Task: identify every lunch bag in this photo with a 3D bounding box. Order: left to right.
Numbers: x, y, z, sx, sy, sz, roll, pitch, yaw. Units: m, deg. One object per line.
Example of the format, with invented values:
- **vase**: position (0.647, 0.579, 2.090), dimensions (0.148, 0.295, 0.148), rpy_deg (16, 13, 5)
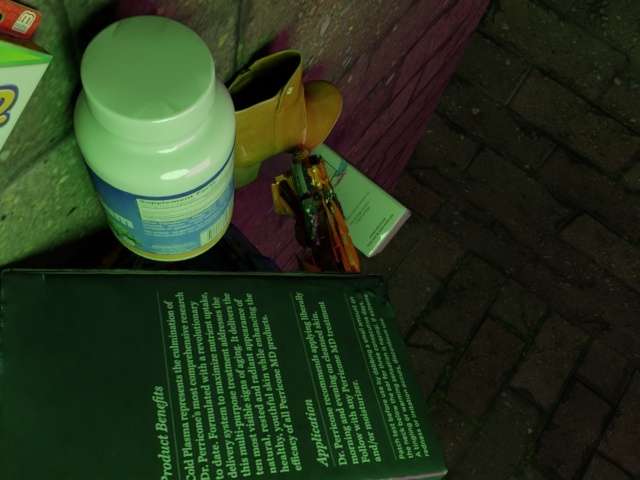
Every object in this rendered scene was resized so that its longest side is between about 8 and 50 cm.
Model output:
- **lunch bag**: position (-0.120, 0.077, 1.143), dimensions (0.138, 0.293, 0.221), rpy_deg (-53, 172, -2)

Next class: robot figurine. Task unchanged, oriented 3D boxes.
- **robot figurine**: position (0.000, 0.000, 1.097), dimensions (0.085, 0.291, 0.211), rpy_deg (-17, -172, 11)

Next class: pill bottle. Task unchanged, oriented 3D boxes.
- **pill bottle**: position (-0.162, -0.094, 0.705), dimensions (0.152, 0.152, 0.272), rpy_deg (-50, 171, -22)

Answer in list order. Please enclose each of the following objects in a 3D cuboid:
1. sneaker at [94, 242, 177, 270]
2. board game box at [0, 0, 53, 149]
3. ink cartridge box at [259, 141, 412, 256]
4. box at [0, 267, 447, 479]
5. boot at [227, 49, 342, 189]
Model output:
- **sneaker**: position (-0.233, 0.011, 0.986), dimensions (0.215, 0.083, 0.084), rpy_deg (-54, 171, -7)
- **board game box**: position (-0.293, -0.063, 0.512), dimensions (0.259, 0.039, 0.124), rpy_deg (-58, 172, 11)
- **ink cartridge box**: position (0.031, -0.099, 1.344), dimensions (0.117, 0.278, 0.201), rpy_deg (-52, 172, 7)
- **box**: position (-0.177, 0.286, 0.913), dimensions (0.471, 0.297, 0.480), rpy_deg (3, 140, -23)
- **boot**: position (-0.044, -0.213, 1.052), dimensions (0.295, 0.104, 0.211), rpy_deg (-44, 169, -30)
